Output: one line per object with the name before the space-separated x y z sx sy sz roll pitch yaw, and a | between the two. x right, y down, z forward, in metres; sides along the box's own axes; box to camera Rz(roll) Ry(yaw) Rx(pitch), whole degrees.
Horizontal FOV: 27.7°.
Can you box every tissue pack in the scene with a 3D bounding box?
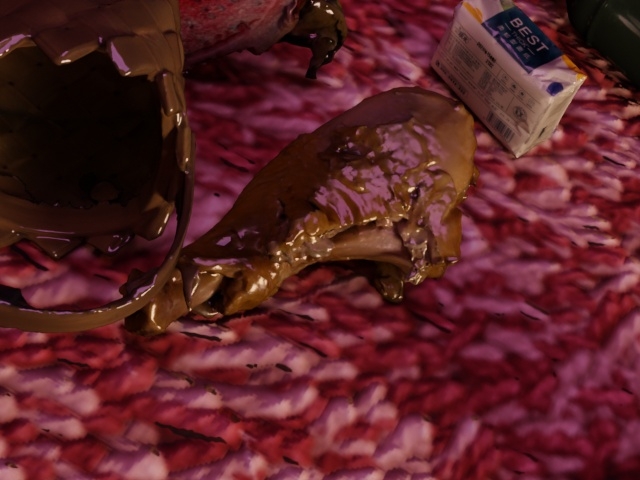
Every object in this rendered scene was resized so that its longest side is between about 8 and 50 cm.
tissue pack | 0.109 -0.100 0.762 0.042 0.062 0.083 -31 69 -30

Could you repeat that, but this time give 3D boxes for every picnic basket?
picnic basket | -0.120 -0.039 0.587 0.128 0.138 0.179 8 51 -7

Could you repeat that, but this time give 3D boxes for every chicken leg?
chicken leg | -0.002 -0.002 0.647 0.207 0.085 0.101 -30 83 -24

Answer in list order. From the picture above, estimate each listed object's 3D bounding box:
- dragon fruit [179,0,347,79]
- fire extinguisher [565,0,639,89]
dragon fruit | -0.101 -0.191 0.679 0.282 0.211 0.147 18 53 -40
fire extinguisher | 0.245 -0.114 0.805 0.311 0.095 0.114 47 10 15
